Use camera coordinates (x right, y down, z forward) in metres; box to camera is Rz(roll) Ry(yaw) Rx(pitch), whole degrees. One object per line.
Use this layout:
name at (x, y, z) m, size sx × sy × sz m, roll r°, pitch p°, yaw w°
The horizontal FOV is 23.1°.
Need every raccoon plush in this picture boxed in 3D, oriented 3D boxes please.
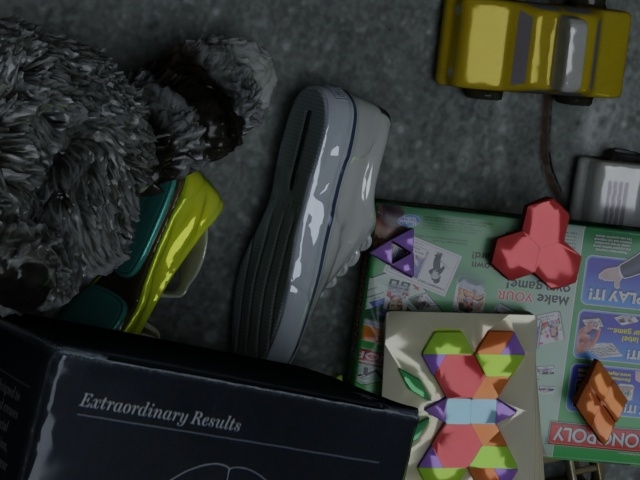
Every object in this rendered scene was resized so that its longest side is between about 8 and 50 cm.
raccoon plush at (-0.229, -0.148, 1.097) m, size 0.446 × 0.216 × 0.299 m, roll -50°, pitch 134°, yaw -51°

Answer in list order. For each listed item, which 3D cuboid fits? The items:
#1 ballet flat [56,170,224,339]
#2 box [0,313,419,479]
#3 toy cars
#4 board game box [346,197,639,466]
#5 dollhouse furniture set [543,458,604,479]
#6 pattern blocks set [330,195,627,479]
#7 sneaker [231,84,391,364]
ballet flat at (-0.151, 0.045, 1.285) m, size 0.077 × 0.077 × 0.231 m, roll 32°, pitch 88°, yaw -43°
box at (-0.140, 0.273, 1.147) m, size 0.293 × 0.212 × 0.396 m, roll 14°, pitch 89°, yaw -29°
toy cars at (0.265, -0.098, 1.412) m, size 0.176 × 0.087 × 0.394 m, roll -46°, pitch 115°, yaw -6°
board game box at (0.188, 0.085, 1.395) m, size 0.317 × 0.046 × 0.214 m, roll 7°, pitch 97°, yaw -8°
dollhouse furniture set at (0.194, 0.234, 1.424) m, size 0.181 × 0.161 × 0.101 m, roll -8°, pitch 106°, yaw -22°
pattern blocks set at (0.123, 0.144, 1.349) m, size 0.285 × 0.026 × 0.325 m, roll -14°, pitch 96°, yaw -6°
sneaker at (0.000, 0.000, 1.323) m, size 0.091 × 0.094 × 0.258 m, roll 11°, pitch 103°, yaw -33°
